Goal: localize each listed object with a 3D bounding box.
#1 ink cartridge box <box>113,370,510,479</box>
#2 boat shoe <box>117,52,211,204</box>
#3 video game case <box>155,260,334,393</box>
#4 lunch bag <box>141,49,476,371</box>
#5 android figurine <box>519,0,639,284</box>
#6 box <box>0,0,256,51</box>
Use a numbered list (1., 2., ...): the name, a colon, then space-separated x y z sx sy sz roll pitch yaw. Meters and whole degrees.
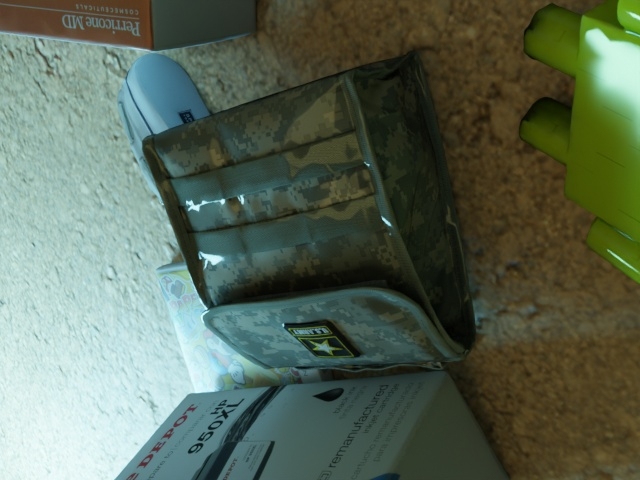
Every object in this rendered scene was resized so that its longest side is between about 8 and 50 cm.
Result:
1. ink cartridge box: -0.052 0.295 0.779 0.395 0.285 0.166 -14 114 40
2. boat shoe: -0.154 -0.076 0.860 0.088 0.096 0.267 -36 83 45
3. video game case: -0.093 0.117 0.931 0.227 0.026 0.206 -9 101 40
4. lunch bag: 0.000 0.000 0.719 0.235 0.169 0.286 -10 105 33
5. android figurine: 0.246 -0.056 0.513 0.273 0.056 0.248 44 157 38
6. box: -0.192 -0.367 0.712 0.215 0.168 0.345 13 115 26
